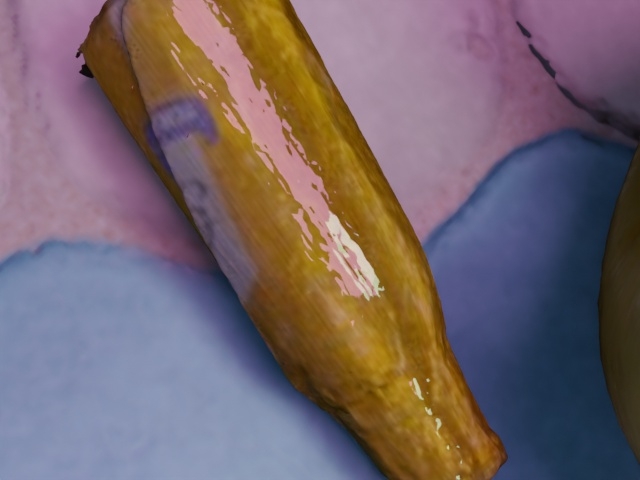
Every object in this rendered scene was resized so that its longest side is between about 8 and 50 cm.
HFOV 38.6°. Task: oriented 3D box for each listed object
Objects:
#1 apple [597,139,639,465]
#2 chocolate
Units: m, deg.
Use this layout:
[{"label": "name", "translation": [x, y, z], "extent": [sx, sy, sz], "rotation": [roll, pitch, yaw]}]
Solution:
[{"label": "apple", "translation": [0.247, -0.002, 0.323], "extent": [0.258, 0.233, 0.295], "rotation": [17, 97, 5]}, {"label": "chocolate", "translation": [0.000, 0.000, 0.338], "extent": [0.086, 0.086, 0.219], "rotation": [-33, 91, -23]}]
